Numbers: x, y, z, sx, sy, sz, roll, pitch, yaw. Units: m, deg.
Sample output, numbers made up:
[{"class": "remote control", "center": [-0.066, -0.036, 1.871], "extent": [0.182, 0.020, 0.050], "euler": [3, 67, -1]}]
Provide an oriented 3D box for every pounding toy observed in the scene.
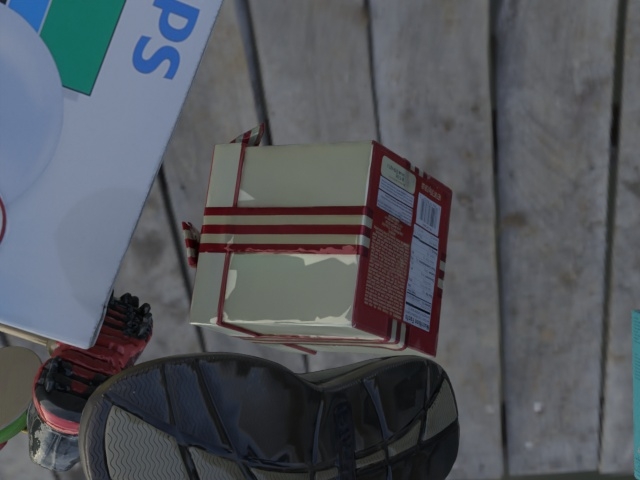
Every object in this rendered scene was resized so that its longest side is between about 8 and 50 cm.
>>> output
[{"class": "pounding toy", "center": [-0.464, 0.242, 1.858], "extent": [0.183, 0.236, 0.110], "euler": [3, 135, 30]}]

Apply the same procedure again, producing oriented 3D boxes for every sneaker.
[{"class": "sneaker", "center": [-0.258, 0.154, 1.359], "extent": [0.098, 0.276, 0.135], "euler": [21, 116, -4]}]

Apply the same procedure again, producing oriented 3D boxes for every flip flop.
[{"class": "flip flop", "center": [-0.025, 0.112, 0.704], "extent": [0.080, 0.112, 0.277], "euler": [0, -179, 42]}]

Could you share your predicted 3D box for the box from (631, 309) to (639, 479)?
[{"class": "box", "center": [0.495, 0.218, 1.729], "extent": [0.101, 0.060, 0.244], "euler": [-2, 94, -8]}]

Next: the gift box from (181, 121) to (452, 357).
[{"class": "gift box", "center": [0.000, 0.000, 1.514], "extent": [0.258, 0.276, 0.255], "euler": [-1, 161, 31]}]

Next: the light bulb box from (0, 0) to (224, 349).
[{"class": "light bulb box", "center": [-0.257, -0.170, 0.785], "extent": [0.361, 0.225, 0.357], "euler": [19, 103, -16]}]
